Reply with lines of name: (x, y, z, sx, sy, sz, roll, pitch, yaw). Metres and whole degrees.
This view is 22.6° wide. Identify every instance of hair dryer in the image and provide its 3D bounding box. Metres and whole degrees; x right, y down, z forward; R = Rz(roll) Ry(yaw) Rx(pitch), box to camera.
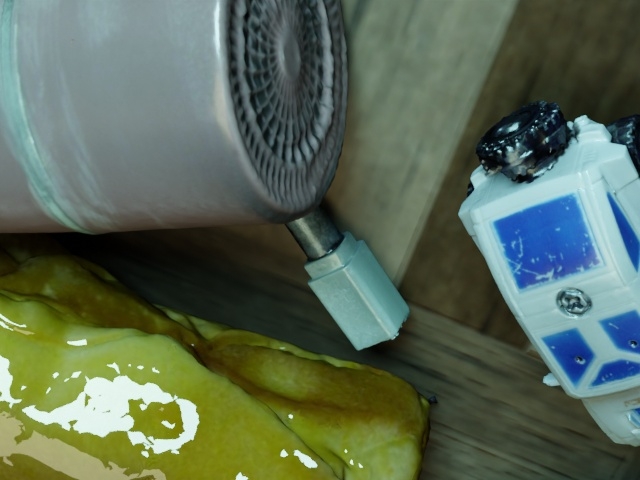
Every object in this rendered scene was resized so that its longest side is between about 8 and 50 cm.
hair dryer: (-0.128, -0.167, 0.597, 0.210, 0.125, 0.352, -1, 116, 23)

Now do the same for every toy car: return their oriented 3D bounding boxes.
toy car: (0.119, 0.018, 0.661, 0.080, 0.070, 0.171, -20, 118, 32)

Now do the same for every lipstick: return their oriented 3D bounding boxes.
lipstick: (0.000, 0.000, 0.721, 0.025, 0.025, 0.107, -24, 110, 33)

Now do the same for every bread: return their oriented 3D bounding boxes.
bread: (-0.124, 0.098, 0.759, 0.344, 0.149, 0.195, 23, 131, 2)
